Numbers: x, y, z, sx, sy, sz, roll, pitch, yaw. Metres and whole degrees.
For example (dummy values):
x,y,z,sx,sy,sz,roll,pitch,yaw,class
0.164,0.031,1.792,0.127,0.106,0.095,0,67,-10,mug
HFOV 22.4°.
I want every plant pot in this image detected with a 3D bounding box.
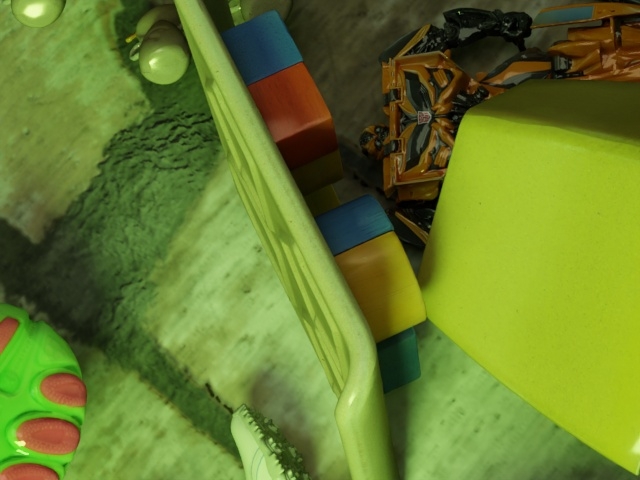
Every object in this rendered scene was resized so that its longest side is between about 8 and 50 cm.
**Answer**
x,y,z,sx,sy,sz,roll,pitch,yaw,class
0.184,-0.003,1.088,0.187,0.212,0.212,22,113,20,plant pot

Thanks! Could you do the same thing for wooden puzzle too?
x,y,z,sx,sy,sz,roll,pitch,yaw,class
0.000,0.000,1.126,0.080,0.322,0.348,-20,66,-4,wooden puzzle

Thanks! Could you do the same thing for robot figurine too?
x,y,z,sx,sy,sz,roll,pitch,yaw,class
0.168,-0.092,1.232,0.291,0.085,0.211,-4,75,14,robot figurine

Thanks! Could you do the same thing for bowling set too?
x,y,z,sx,sy,sz,roll,pitch,yaw,class
-0.103,-0.196,1.338,0.287,0.200,0.154,-22,25,4,bowling set

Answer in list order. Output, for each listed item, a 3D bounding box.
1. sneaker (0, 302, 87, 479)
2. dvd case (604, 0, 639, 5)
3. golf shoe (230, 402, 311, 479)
x,y,z,sx,sy,sz,roll,pitch,yaw,class
-0.339,0.269,1.192,0.185,0.202,0.483,40,66,-16,sneaker
0.289,-0.294,1.300,0.179,0.029,0.238,24,80,21,dvd case
-0.040,0.208,1.202,0.086,0.069,0.176,-32,65,10,golf shoe
